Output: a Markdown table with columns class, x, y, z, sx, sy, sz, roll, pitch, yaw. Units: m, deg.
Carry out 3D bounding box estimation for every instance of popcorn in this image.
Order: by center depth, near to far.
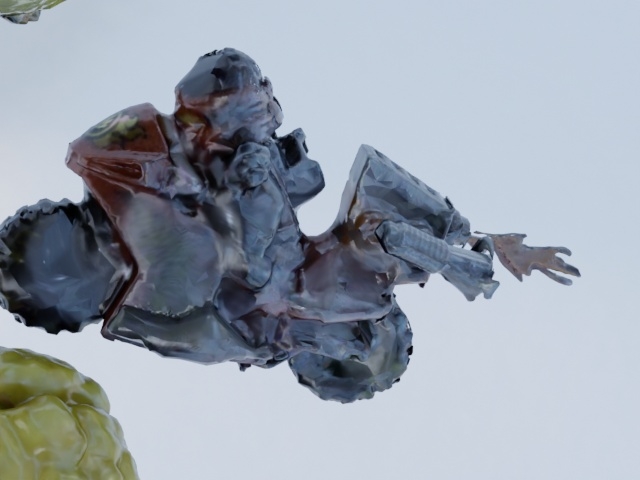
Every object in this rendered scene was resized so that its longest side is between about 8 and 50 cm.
| class | x | y | z | sx | sy | sz | roll | pitch | yaw |
| --- | --- | --- | --- | --- | --- | --- | --- | --- | --- |
| popcorn | -0.207 | 0.184 | 1.096 | 0.203 | 0.200 | 0.226 | -9 | 128 | -21 |

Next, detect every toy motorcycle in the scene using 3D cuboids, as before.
| class | x | y | z | sx | sy | sz | roll | pitch | yaw |
| --- | --- | --- | --- | --- | --- | --- | --- | --- | --- |
| toy motorcycle | 0.000 | 0.000 | 1.161 | 0.401 | 0.134 | 0.207 | 16 | 103 | -15 |

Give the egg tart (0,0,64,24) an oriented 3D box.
| class | x | y | z | sx | sy | sz | roll | pitch | yaw |
| --- | --- | --- | --- | --- | --- | --- | --- | --- | --- |
| egg tart | -0.193 | -0.224 | 0.908 | 0.345 | 0.345 | 0.132 | 11 | 126 | -40 |
